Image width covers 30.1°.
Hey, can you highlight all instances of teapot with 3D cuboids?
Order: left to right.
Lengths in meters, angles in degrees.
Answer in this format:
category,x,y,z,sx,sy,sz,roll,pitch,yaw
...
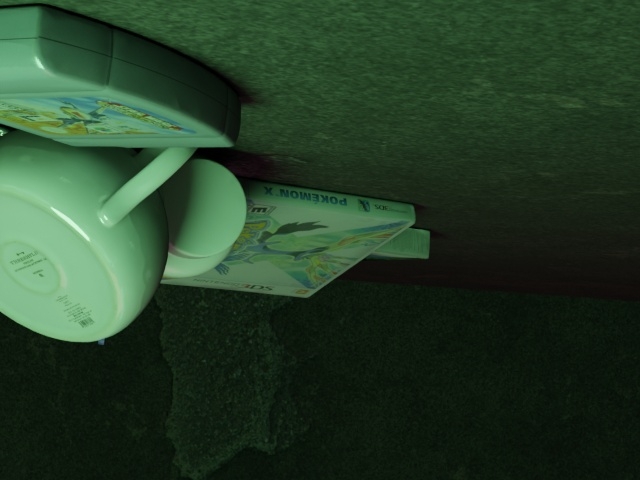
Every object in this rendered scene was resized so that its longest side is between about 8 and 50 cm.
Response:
category,x,y,z,sx,sy,sz,roll,pitch,yaw
teapot,-0.253,-0.032,1.248,0.256,0.187,0.253,19,137,15

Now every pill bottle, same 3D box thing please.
category,x,y,z,sx,sy,sz,roll,pitch,yaw
pill bottle,-0.185,-0.028,1.444,0.152,0.152,0.272,6,175,-22

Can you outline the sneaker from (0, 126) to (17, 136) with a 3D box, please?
category,x,y,z,sx,sy,sz,roll,pitch,yaw
sneaker,-0.412,-0.091,1.355,0.166,0.076,0.065,1,173,31

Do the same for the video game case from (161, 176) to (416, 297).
category,x,y,z,sx,sy,sz,roll,pitch,yaw
video game case,-0.070,0.006,1.774,0.300,0.036,0.329,7,154,-29

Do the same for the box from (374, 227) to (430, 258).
category,x,y,z,sx,sy,sz,roll,pitch,yaw
box,0.000,0.000,2.096,0.232,0.059,0.322,9,174,-39

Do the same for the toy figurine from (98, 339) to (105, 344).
category,x,y,z,sx,sy,sz,roll,pitch,yaw
toy figurine,-0.404,0.072,2.083,0.191,0.217,0.362,-2,-176,-9

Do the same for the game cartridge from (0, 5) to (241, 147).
category,x,y,z,sx,sy,sz,roll,pitch,yaw
game cartridge,-0.197,-0.124,0.976,0.198,0.062,0.297,6,176,26
